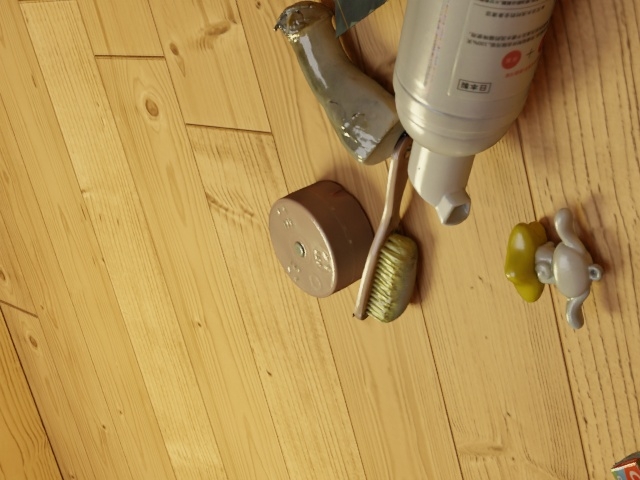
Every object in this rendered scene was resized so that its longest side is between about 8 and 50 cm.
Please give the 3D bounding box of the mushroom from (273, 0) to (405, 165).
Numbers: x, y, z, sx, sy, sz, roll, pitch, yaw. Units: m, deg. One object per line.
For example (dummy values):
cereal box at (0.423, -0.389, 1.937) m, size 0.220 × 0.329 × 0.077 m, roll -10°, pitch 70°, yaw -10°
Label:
mushroom at (0.023, -0.197, 1.524) m, size 0.223 × 0.081 × 0.092 m, roll 58°, pitch 168°, yaw 13°

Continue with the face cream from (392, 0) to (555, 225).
face cream at (0.146, -0.178, 1.280) m, size 0.145 × 0.145 × 0.369 m, roll 44°, pitch 143°, yaw 29°

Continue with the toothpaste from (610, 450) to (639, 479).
toothpaste at (0.402, 0.321, 1.373) m, size 0.193 × 0.044 × 0.070 m, roll 60°, pitch 148°, yaw 6°

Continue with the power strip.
power strip at (0.000, 0.000, 1.708) m, size 0.154 × 0.078 × 0.154 m, roll 35°, pitch 139°, yaw 38°

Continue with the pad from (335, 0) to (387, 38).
pad at (0.050, -0.322, 1.342) m, size 0.243 × 0.004 × 0.163 m, roll 166°, pitch 103°, yaw -73°

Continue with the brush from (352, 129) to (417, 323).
brush at (0.102, -0.009, 1.576) m, size 0.067 × 0.072 × 0.312 m, roll 24°, pitch 133°, yaw 16°

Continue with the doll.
doll at (0.254, 0.022, 1.356) m, size 0.113 × 0.071 × 0.135 m, roll 34°, pitch 135°, yaw 28°
